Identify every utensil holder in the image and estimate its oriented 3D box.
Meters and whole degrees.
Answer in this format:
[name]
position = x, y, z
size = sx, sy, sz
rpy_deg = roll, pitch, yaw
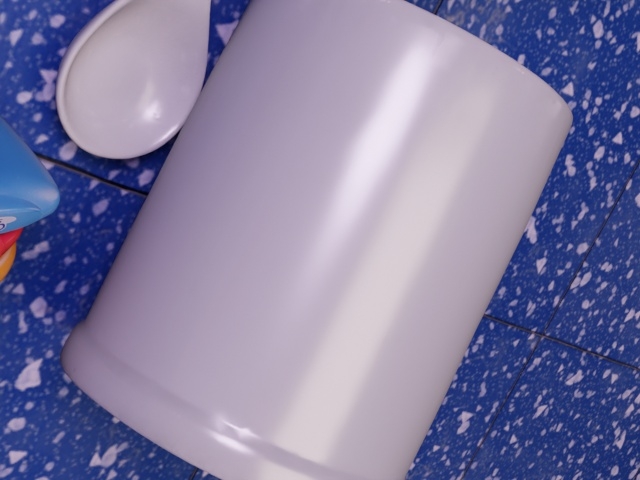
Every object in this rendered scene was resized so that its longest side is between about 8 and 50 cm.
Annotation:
[utensil holder]
position = 0.000, 0.000, 0.953
size = 0.327, 0.327, 0.385
rpy_deg = 25, 91, -46

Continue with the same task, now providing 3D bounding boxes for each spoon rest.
[spoon rest]
position = -0.141, -0.196, 0.898
size = 0.137, 0.084, 0.276
rpy_deg = 2, 112, -41

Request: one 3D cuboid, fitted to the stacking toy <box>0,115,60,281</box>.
[stacking toy]
position = -0.328, 0.046, 0.857
size = 0.175, 0.166, 0.302
rpy_deg = -14, 137, -39
